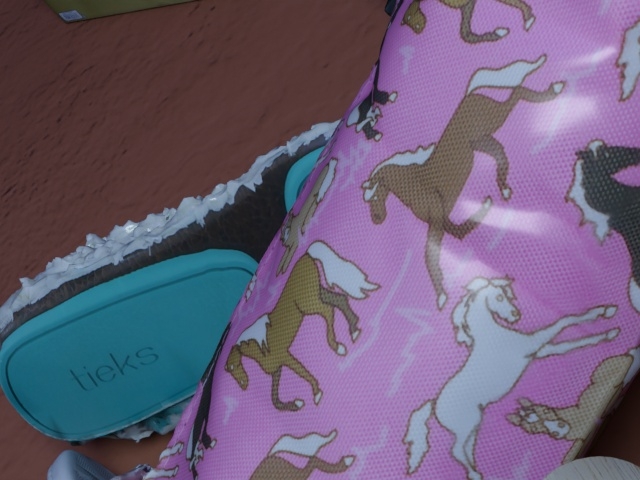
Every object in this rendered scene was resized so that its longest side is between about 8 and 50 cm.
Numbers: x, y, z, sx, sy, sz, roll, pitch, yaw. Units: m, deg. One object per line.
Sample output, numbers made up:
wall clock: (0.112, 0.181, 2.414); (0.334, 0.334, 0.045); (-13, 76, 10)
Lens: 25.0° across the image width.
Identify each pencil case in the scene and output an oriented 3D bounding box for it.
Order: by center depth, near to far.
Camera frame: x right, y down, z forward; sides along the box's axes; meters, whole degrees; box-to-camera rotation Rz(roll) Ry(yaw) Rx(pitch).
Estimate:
pencil case: (0.040, 0.037, 0.598); (0.386, 0.167, 0.160); (-61, 14, 14)

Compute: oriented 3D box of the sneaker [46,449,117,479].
sneaker: (-0.125, 0.208, 0.731); (0.121, 0.079, 0.217); (-48, 38, 5)

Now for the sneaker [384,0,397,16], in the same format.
sneaker: (0.143, -0.168, 0.819); (0.276, 0.097, 0.135); (16, 68, 41)

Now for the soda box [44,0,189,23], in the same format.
soda box: (-0.134, -0.215, 1.087); (0.181, 0.058, 0.061); (-3, 56, 34)

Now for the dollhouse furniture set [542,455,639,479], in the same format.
dollhouse furniture set: (0.102, 0.150, 0.523); (0.242, 0.212, 0.161); (-18, 44, -12)

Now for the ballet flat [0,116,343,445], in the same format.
ballet flat: (0.000, 0.000, 0.776); (0.409, 0.147, 0.147); (-16, 49, 25)
